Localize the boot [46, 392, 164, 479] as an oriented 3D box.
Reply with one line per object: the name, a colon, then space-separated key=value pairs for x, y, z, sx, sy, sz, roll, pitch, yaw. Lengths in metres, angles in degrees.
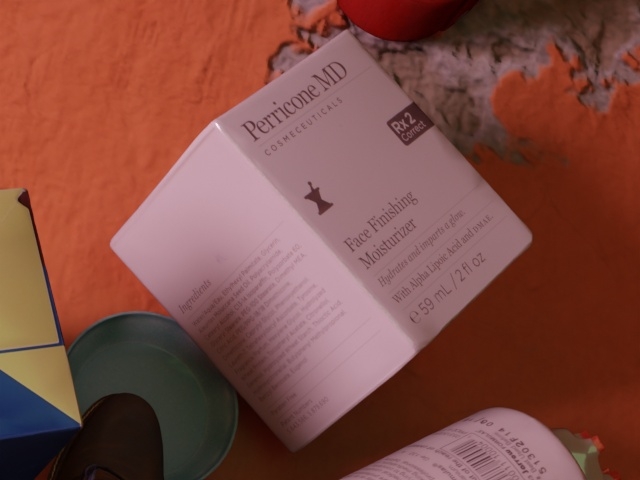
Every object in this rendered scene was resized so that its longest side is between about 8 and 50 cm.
boot: x=-0.106 y=0.152 z=0.981 sx=0.082 sy=0.106 sz=0.219 roll=25 pitch=42 yaw=-17

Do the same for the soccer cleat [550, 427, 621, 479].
soccer cleat: x=0.188 y=0.218 z=1.172 sx=0.076 sy=0.068 sz=0.196 roll=-29 pitch=87 yaw=-4

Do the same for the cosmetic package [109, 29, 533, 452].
cosmetic package: x=0.000 y=0.000 z=1.114 sx=0.184 sy=0.151 sz=0.151 roll=48 pitch=45 yaw=2

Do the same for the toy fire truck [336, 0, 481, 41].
toy fire truck: x=0.012 y=-0.233 z=1.258 sx=0.246 sy=0.158 sz=0.217 roll=-39 pitch=87 yaw=-22

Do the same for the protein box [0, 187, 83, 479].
protein box: x=-0.259 y=0.081 z=0.931 sx=0.199 sy=0.201 sz=0.136 roll=-6 pitch=69 yaw=-28

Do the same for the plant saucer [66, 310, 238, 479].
plant saucer: x=-0.110 y=0.103 z=1.102 sx=0.119 sy=0.021 sz=0.119 roll=11 pitch=63 yaw=-22

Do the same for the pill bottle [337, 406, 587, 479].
pill bottle: x=0.047 y=0.199 z=1.066 sx=0.229 sy=0.131 sz=0.131 roll=-21 pitch=77 yaw=-32
